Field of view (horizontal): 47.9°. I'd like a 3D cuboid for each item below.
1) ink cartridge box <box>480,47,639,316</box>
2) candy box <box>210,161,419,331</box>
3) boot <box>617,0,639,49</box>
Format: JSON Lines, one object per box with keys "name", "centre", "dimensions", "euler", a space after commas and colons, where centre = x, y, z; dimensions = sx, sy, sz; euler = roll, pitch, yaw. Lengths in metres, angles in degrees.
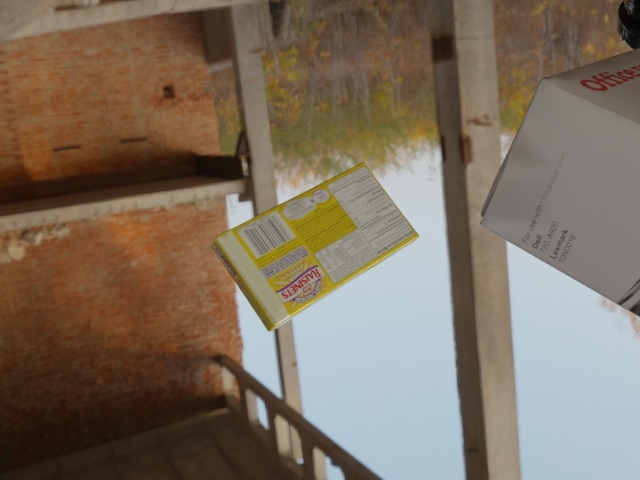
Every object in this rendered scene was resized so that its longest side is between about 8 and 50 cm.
{"name": "ink cartridge box", "centre": [0.220, -0.013, 0.372], "dimensions": [0.219, 0.093, 0.160], "euler": [34, -143, 27]}
{"name": "candy box", "centre": [0.000, 0.000, 0.740], "dimensions": [0.206, 0.105, 0.027], "euler": [-29, 171, -33]}
{"name": "boot", "centre": [0.400, -0.289, 0.652], "dimensions": [0.246, 0.094, 0.207], "euler": [-14, 149, 5]}
